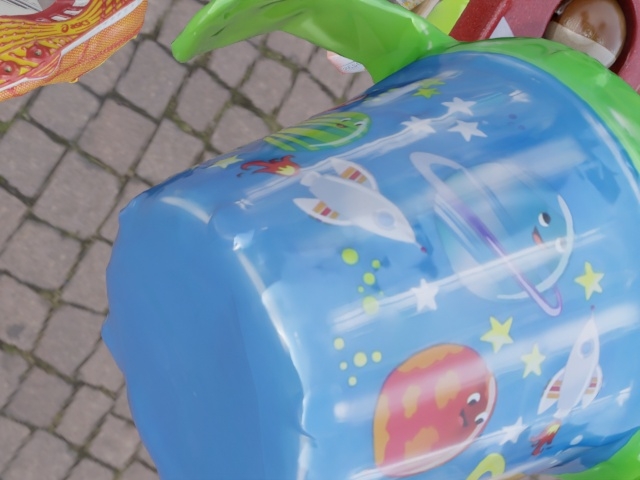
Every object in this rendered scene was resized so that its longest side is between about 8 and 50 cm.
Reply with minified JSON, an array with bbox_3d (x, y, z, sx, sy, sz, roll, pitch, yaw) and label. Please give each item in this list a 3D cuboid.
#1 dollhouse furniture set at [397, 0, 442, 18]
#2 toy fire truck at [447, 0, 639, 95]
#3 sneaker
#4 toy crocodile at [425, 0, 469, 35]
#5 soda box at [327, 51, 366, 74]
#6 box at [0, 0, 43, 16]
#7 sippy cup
[{"bbox_3d":[0.096,-0.494,1.824,0.362,0.394,0.256,44,61,-16],"label":"dollhouse furniture set"},{"bbox_3d":[0.219,-0.122,0.914,0.302,0.169,0.254,31,91,-39],"label":"toy fire truck"},{"bbox_3d":[-0.180,-0.122,0.779,0.175,0.064,0.067,-34,157,-35],"label":"sneaker"},{"bbox_3d":[0.188,-0.100,1.142,0.115,0.341,0.105,21,126,-44],"label":"toy crocodile"},{"bbox_3d":[0.041,-0.290,1.372,0.058,0.063,0.183,33,53,-68],"label":"soda box"},{"bbox_3d":[-0.501,-0.265,1.574,0.275,0.094,0.113,-8,150,-46],"label":"box"},{"bbox_3d":[0.028,0.032,0.565,0.224,0.305,0.240,-16,130,-36],"label":"sippy cup"}]
